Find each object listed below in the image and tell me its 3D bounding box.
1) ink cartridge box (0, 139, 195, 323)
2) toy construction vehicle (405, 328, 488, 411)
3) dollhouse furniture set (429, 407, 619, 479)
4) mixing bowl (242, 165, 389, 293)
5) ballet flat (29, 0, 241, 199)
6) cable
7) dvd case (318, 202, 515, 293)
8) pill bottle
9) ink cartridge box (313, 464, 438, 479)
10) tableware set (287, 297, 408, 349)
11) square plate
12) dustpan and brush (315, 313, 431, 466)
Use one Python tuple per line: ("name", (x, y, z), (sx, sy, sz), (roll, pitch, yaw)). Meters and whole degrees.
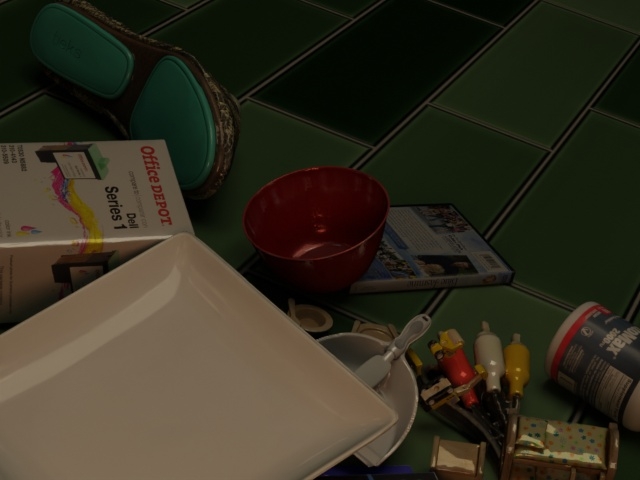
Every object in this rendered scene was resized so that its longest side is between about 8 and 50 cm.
("ink cartridge box", (-0.296, -0.014, 1.670), (0.278, 0.117, 0.201), (-3, 38, -17))
("toy construction vehicle", (0.126, 0.149, 1.631), (0.098, 0.035, 0.086), (-32, 44, -7))
("dollhouse furniture set", (0.197, 0.255, 1.455), (0.181, 0.101, 0.161), (7, 45, 5))
("mixing bowl", (0.000, 0.000, 1.805), (0.181, 0.098, 0.181), (-6, 40, 5))
("ballet flat", (-0.220, -0.201, 2.045), (0.182, 0.164, 0.483), (12, 21, -48))
("cable", (0.191, 0.195, 1.609), (0.139, 0.072, 0.287), (0, 32, -13))
("dvd case", (0.109, 0.007, 1.941), (0.253, 0.022, 0.180), (-3, 33, -27))
("pill bottle", (0.362, 0.159, 1.708), (0.180, 0.108, 0.108), (33, 35, 29))
("ink cartridge box", (0.030, 0.274, 1.434), (0.206, 0.045, 0.208), (2, 31, -20))
("tableware set", (0.024, 0.124, 1.709), (0.168, 0.020, 0.141), (10, 30, -6))
("square plate", (-0.161, 0.170, 1.440), (0.347, 0.049, 0.344), (-32, 55, -29))
("dustpan and brush", (0.062, 0.138, 1.586), (0.147, 0.060, 0.211), (39, 33, 10))
